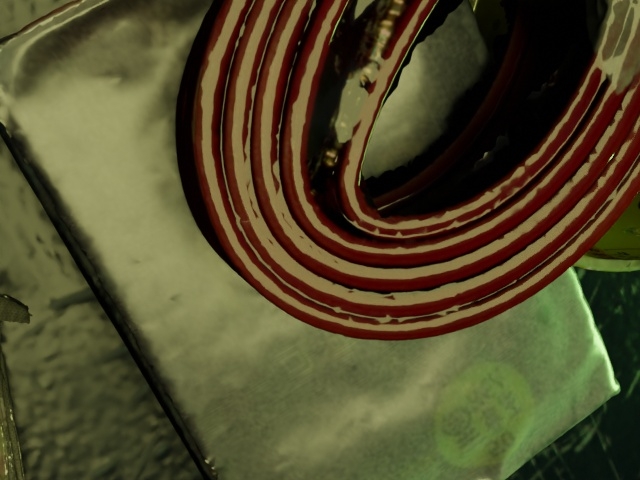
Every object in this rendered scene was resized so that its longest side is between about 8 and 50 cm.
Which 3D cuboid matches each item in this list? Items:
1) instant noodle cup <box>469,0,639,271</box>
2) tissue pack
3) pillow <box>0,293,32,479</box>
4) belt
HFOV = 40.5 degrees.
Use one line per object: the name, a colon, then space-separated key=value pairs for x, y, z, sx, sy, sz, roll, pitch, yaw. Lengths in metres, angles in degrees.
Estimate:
instant noodle cup: x=0.291 y=-0.122 z=0.598 sx=0.325 sy=0.254 sz=0.326 roll=-2 pitch=96 yaw=-21
tissue pack: x=0.000 y=0.000 z=0.569 sx=0.288 sy=0.124 sz=0.394 roll=-30 pitch=106 yaw=-14
pillow: x=-0.253 y=0.147 z=0.527 sx=0.169 sy=0.059 sz=0.255 roll=-7 pitch=100 yaw=-20
belt: x=0.068 y=-0.100 z=0.451 sx=0.227 sy=0.115 sz=0.324 roll=41 pitch=86 yaw=-17
